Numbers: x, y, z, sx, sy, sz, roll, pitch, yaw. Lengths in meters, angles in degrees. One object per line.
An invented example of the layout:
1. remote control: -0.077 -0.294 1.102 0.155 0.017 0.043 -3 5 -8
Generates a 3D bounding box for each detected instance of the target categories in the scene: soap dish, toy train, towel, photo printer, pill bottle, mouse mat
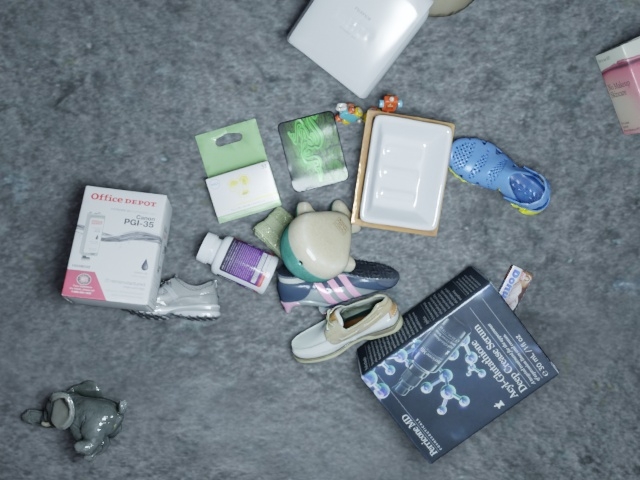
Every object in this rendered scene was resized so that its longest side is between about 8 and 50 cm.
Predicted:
1. soap dish: 0.203 -0.170 1.631 0.229 0.118 0.290 7 95 -9
2. toy train: 0.119 -0.341 1.623 0.167 0.125 0.046 -2 70 -2
3. towel: -0.090 -0.012 1.658 0.148 0.027 0.110 44 70 7
4. photo printer: 0.103 -0.542 1.554 0.256 0.107 0.307 38 115 -6
5. pill bottle: -0.215 0.053 1.644 0.194 0.108 0.108 25 94 -5
6. mouse mat: -0.018 -0.233 1.678 0.153 0.007 0.189 -15 95 -1

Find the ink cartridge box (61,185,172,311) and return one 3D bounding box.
1. ink cartridge box: -0.495 0.021 1.574 0.208 0.117 0.282 7 73 -4

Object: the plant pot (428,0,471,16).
1. plant pot: 0.308 -0.694 1.516 0.257 0.274 0.256 0 96 -2

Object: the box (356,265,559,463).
1. box: 0.336 0.308 1.634 0.396 0.212 0.293 -38 97 6

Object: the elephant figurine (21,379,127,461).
1. elephant figurine: -0.638 0.441 1.647 0.240 0.169 0.186 35 64 10

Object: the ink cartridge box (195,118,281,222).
1. ink cartridge box: -0.214 -0.180 1.650 0.171 0.056 0.234 -17 98 -1

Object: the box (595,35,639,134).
1. box: 0.829 -0.403 1.634 0.127 0.148 0.232 -24 95 0

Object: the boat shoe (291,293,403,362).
1. boat shoe: 0.054 0.218 1.647 0.303 0.113 0.103 -23 127 7

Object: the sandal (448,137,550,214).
1. sandal: 0.471 -0.170 1.645 0.318 0.138 0.126 25 96 -3

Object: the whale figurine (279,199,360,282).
1. whale figurine: 0.000 0.000 1.607 0.141 0.272 0.216 -35 99 38

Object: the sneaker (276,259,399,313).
1. sneaker: 0.046 0.127 1.679 0.319 0.112 0.130 0 113 -1

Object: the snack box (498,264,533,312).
1. snack box: 0.508 0.158 1.734 0.064 0.022 0.178 26 94 -3

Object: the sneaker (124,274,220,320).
1. sneaker: -0.398 0.146 1.664 0.282 0.105 0.115 4 73 -5
